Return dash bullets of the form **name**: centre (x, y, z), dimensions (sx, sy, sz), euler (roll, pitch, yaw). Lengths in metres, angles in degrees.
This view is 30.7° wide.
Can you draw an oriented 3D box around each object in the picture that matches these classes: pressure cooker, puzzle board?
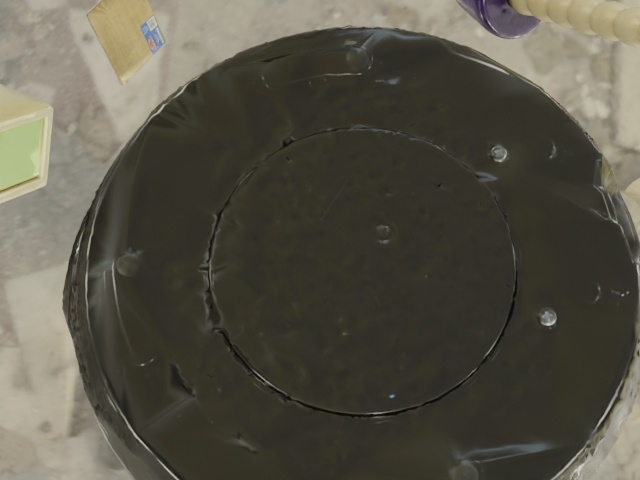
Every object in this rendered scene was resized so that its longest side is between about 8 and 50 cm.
- **pressure cooker**: centre (0.025, 0.096, 0.869), dimensions (0.370, 0.420, 0.375), euler (-22, 69, -7)
- **puzzle board**: centre (-0.265, -0.289, 1.593), dimensions (0.096, 0.011, 0.128), euler (-51, 144, -24)

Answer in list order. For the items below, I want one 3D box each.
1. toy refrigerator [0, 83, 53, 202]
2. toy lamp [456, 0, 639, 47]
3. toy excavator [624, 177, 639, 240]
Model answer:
- **toy refrigerator**: centre (-0.403, -0.079, 1.226), dimensions (0.269, 0.094, 0.102), euler (-31, 139, -55)
- **toy lamp**: centre (0.197, -0.177, 0.895), dimensions (0.080, 0.275, 0.080), euler (-13, 118, -26)
- **toy excavator**: centre (0.354, 0.083, 1.721), dimensions (0.445, 0.222, 0.433), euler (14, 91, -32)
